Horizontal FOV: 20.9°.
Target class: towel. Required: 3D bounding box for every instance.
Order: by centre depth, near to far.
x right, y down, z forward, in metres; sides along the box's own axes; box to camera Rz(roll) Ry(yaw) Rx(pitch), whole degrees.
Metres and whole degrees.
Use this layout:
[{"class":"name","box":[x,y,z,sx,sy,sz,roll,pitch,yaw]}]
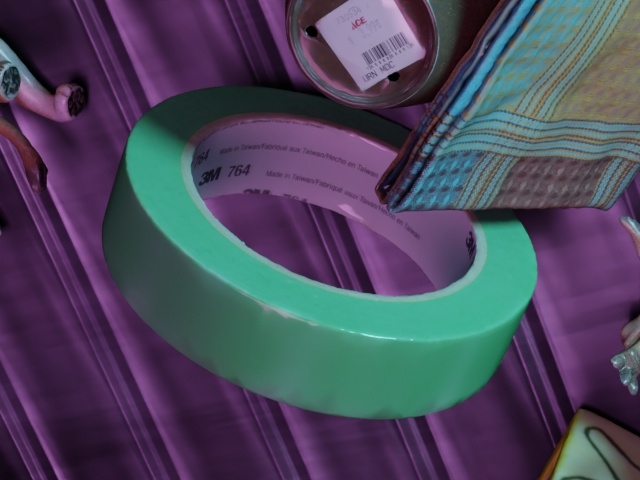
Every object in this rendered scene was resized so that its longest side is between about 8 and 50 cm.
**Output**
[{"class":"towel","box":[0.222,-0.155,1.193,0.040,0.271,0.370,56,129,31]}]

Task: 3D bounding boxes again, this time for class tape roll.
[{"class":"tape roll","box":[0.000,0.000,1.301,0.321,0.321,0.077,25,122,7]}]

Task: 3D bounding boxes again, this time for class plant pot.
[{"class":"plant pot","box":[0.065,-0.183,1.238,0.215,0.230,0.215,8,118,16]}]

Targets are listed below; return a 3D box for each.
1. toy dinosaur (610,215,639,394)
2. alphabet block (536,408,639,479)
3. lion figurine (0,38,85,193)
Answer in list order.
[{"class":"toy dinosaur","box":[0.343,0.099,1.334,0.200,0.127,0.296,-27,70,14]},{"class":"alphabet block","box":[0.245,0.291,1.435,0.197,0.192,0.193,28,120,7]},{"class":"lion figurine","box":[-0.341,-0.227,1.428,0.240,0.142,0.392,12,124,23]}]
